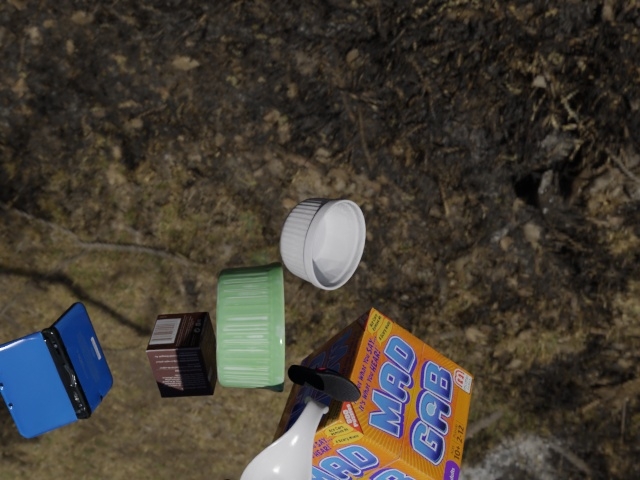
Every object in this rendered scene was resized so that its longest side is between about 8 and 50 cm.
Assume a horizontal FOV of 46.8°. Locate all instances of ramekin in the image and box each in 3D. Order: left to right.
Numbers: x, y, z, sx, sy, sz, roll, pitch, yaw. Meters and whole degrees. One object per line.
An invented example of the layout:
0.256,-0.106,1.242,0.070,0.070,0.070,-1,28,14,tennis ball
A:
-0.163,0.200,1.715,0.148,0.303,0.303,-1,138,-5,ramekin
0.000,0.000,1.667,0.109,0.207,0.207,14,141,35,ramekin

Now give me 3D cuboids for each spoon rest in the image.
-0.060,0.426,1.454,0.137,0.276,0.084,25,147,5,spoon rest

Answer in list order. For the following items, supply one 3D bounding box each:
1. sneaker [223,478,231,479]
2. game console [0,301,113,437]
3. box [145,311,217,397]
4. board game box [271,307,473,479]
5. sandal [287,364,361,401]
-0.157,0.645,1.708,0.153,0.099,0.282,3,133,20,sneaker
-0.741,0.356,2.054,0.173,0.250,0.293,-7,113,15,game console
-0.412,0.347,2.253,0.167,0.168,0.203,-5,125,5,box
0.134,0.473,1.946,0.356,0.356,0.356,35,134,-13,board game box
0.012,0.307,1.641,0.179,0.040,0.067,13,121,26,sandal
